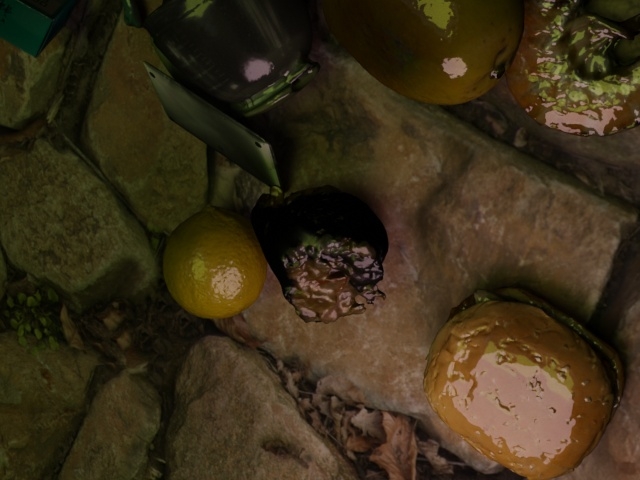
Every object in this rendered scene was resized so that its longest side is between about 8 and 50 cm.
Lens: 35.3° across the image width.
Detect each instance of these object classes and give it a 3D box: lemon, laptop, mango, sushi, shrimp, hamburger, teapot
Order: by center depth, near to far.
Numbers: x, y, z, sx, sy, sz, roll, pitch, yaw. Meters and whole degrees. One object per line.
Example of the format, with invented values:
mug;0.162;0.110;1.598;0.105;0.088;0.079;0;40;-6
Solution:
shrimp;0.380;-0.342;1.300;0.272;0.085;0.444;18;118;23
mango;0.121;-0.308;1.372;0.365;0.182;0.252;22;145;51
hamburger;0.296;0.212;1.502;0.283;0.145;0.259;31;123;26
teapot;-0.148;-0.294;1.558;0.322;0.239;0.239;-27;104;30
sushi;0.000;0.005;1.589;0.213;0.204;0.200;-4;135;2
laptop;-0.174;-0.184;1.662;0.269;0.015;0.187;34;165;18
lemon;-0.180;0.036;1.718;0.178;0.178;0.203;4;109;31

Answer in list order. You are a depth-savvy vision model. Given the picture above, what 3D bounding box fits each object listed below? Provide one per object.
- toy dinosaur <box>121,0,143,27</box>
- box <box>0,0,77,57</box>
toy dinosaur;-0.342;-0.554;1.610;0.330;0.129;0.383;57;154;3
box;-0.562;-0.442;1.757;0.245;0.153;0.092;30;124;-10
